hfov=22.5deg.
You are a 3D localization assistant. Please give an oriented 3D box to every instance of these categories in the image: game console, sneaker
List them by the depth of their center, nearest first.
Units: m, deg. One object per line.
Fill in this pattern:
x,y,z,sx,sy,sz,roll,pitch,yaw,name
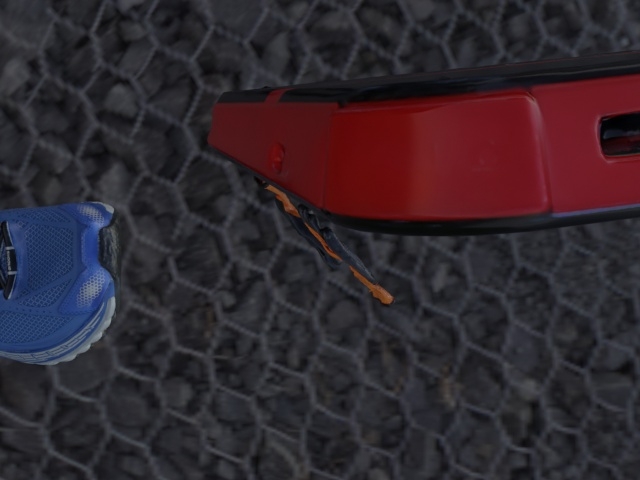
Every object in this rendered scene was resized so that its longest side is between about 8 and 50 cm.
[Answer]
0.161,-0.060,0.739,0.386,0.342,0.060,-7,96,-13,game console
-0.295,0.035,1.277,0.147,0.330,0.130,17,66,-54,sneaker

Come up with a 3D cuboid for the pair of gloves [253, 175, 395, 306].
0.000,0.000,0.838,0.010,0.083,0.074,-45,123,-5,pair of gloves
